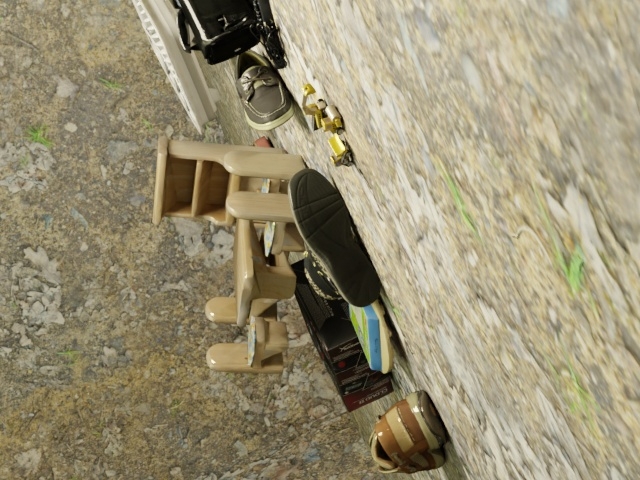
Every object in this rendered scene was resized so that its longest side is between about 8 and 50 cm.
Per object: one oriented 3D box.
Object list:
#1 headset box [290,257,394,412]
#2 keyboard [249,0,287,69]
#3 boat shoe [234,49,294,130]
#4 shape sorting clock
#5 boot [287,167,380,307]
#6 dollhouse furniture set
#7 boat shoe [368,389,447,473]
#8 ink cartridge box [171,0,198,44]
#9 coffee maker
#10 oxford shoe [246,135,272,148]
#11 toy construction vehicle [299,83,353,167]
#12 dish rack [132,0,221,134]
[{"bbox_3d":[0.043,0.188,2.127,0.293,0.110,0.218,73,171,-54],"label":"headset box"},{"bbox_3d":[-0.090,-0.316,1.537,0.100,0.038,0.192,62,175,30],"label":"keyboard"},{"bbox_3d":[-0.102,-0.248,1.730,0.073,0.080,0.223,62,-179,-32],"label":"boat shoe"},{"bbox_3d":[0.084,0.129,1.839,0.206,0.040,0.206,166,90,-82],"label":"shape sorting clock"},{"bbox_3d":[-0.001,0.002,1.732,0.236,0.085,0.178,62,165,-5],"label":"boot"},{"bbox_3d":[-0.184,-0.013,2.002,0.394,0.256,0.362,-99,16,-52],"label":"dollhouse furniture set"},{"bbox_3d":[0.140,0.343,1.847,0.324,0.120,0.122,77,167,-66],"label":"boat shoe"},{"bbox_3d":[-0.238,-0.458,2.080,0.190,0.082,0.139,-127,12,-69],"label":"ink cartridge box"},{"bbox_3d":[-0.166,-0.388,1.655,0.178,0.120,0.171,63,151,6],"label":"coffee maker"},{"bbox_3d":[-0.157,-0.134,2.497,0.348,0.130,0.123,79,165,-68],"label":"oxford shoe"},{"bbox_3d":[0.005,-0.147,1.385,0.098,0.035,0.086,74,169,-59],"label":"toy construction vehicle"},{"bbox_3d":[-0.288,-0.391,2.063,0.285,0.072,0.333,60,174,30],"label":"dish rack"}]
